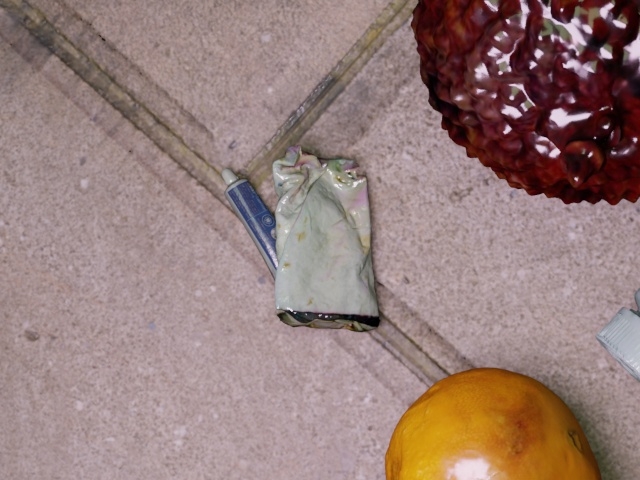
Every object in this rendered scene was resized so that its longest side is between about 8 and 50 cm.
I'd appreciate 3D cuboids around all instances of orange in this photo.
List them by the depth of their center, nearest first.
[{"bbox_3d":[0.198,0.275,1.798,0.261,0.261,0.261,-2,80,10],"label":"orange"}]

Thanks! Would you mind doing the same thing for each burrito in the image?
[{"bbox_3d":[0.000,0.000,1.966,0.144,0.089,0.229,6,71,-26],"label":"burrito"}]

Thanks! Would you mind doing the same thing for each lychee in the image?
[{"bbox_3d":[0.309,-0.232,1.774,0.424,0.425,0.500,2,52,11],"label":"lychee"}]

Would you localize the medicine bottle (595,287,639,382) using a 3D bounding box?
[{"bbox_3d":[0.485,0.051,1.832,0.158,0.158,0.318,43,91,14],"label":"medicine bottle"}]

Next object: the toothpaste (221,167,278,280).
[{"bbox_3d":[-0.071,-0.010,2.010,0.057,0.035,0.197,-31,81,-12],"label":"toothpaste"}]
